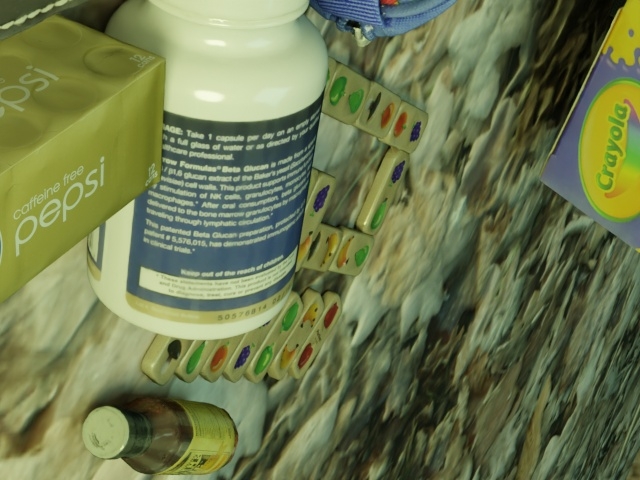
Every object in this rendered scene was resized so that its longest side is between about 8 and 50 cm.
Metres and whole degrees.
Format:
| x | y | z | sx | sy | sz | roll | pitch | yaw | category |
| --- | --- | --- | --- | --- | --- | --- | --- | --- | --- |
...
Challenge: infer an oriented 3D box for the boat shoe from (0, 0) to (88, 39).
| x | y | z | sx | sy | sz | roll | pitch | yaw | category |
| --- | --- | --- | --- | --- | --- | --- | --- | --- | --- |
| -0.050 | -0.142 | 0.550 | 0.285 | 0.092 | 0.102 | -42 | 152 | -43 | boat shoe |

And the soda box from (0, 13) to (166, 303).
| x | y | z | sx | sy | sz | roll | pitch | yaw | category |
| --- | --- | --- | --- | --- | --- | --- | --- | --- | --- |
| -0.130 | -0.014 | 0.545 | 0.181 | 0.061 | 0.058 | -44 | 149 | -45 | soda box |

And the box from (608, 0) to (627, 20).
| x | y | z | sx | sy | sz | roll | pitch | yaw | category |
| --- | --- | --- | --- | --- | --- | --- | --- | --- | --- |
| 0.344 | -0.257 | 1.413 | 0.183 | 0.059 | 0.233 | -67 | 159 | 6 | box |

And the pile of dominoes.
| x | y | z | sx | sy | sz | roll | pitch | yaw | category |
| --- | --- | --- | --- | --- | --- | --- | --- | --- | --- |
| 0.000 | 0.000 | 0.901 | 0.196 | 0.040 | 0.251 | -67 | 159 | 4 | pile of dominoes |

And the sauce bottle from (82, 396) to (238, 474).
| x | y | z | sx | sy | sz | roll | pitch | yaw | category |
| --- | --- | --- | --- | --- | --- | --- | --- | --- | --- |
| -0.084 | 0.102 | 0.811 | 0.042 | 0.042 | 0.128 | -66 | 157 | 2 | sauce bottle |

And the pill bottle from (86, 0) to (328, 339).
| x | y | z | sx | sy | sz | roll | pitch | yaw | category |
| --- | --- | --- | --- | --- | --- | --- | --- | --- | --- |
| -0.047 | -0.050 | 0.657 | 0.094 | 0.094 | 0.169 | -40 | 147 | -49 | pill bottle |

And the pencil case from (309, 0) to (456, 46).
| x | y | z | sx | sy | sz | roll | pitch | yaw | category |
| --- | --- | --- | --- | --- | --- | --- | --- | --- | --- |
| 0.083 | -0.179 | 0.792 | 0.306 | 0.119 | 0.133 | -29 | 138 | -58 | pencil case |

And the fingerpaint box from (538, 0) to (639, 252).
| x | y | z | sx | sy | sz | roll | pitch | yaw | category |
| --- | --- | --- | --- | --- | --- | --- | --- | --- | --- |
| 0.393 | -0.232 | 1.183 | 0.371 | 0.163 | 0.444 | -34 | 154 | -42 | fingerpaint box |
